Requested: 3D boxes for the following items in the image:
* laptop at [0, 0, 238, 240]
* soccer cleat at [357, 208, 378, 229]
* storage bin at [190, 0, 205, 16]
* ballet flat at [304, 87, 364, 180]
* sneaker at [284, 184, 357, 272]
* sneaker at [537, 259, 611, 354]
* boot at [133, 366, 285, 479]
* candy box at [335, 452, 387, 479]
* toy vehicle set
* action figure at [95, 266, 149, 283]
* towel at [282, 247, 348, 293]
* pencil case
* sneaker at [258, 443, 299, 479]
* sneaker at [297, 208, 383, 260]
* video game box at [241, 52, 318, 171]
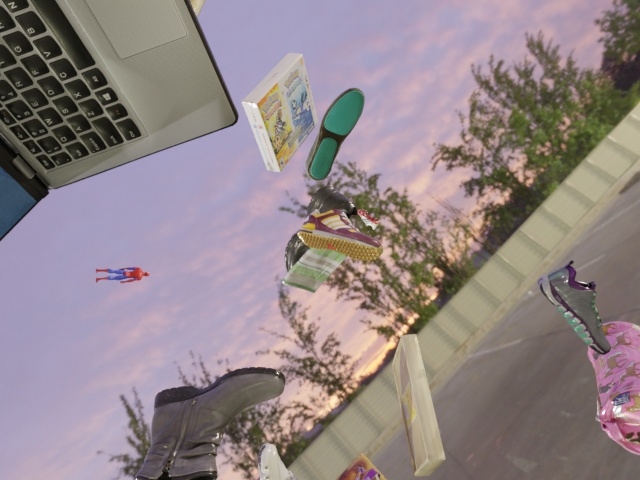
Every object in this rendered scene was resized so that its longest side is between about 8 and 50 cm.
[{"bbox_3d":[-0.310,-0.133,0.340,0.407,0.236,0.382,-20,-43,0],"label":"laptop"},{"bbox_3d":[0.138,-0.064,1.303,0.029,0.083,0.036,-21,-43,-41],"label":"soccer cleat"},{"bbox_3d":[-0.315,-0.515,0.881,0.123,0.262,0.260,19,-55,-34],"label":"storage bin"},{"bbox_3d":[0.022,-0.232,0.939,0.072,0.068,0.213,20,-68,-22],"label":"ballet flat"},{"bbox_3d":[0.000,0.000,1.170,0.109,0.130,0.286,-1,-60,-53],"label":"sneaker"},{"bbox_3d":[0.591,0.151,0.968,0.098,0.224,0.083,-41,3,23],"label":"sneaker"},{"bbox_3d":[-0.231,0.428,0.981,0.338,0.223,0.118,-18,-53,5],"label":"boot"},{"bbox_3d":[0.118,0.605,1.028,0.109,0.053,0.186,-40,25,-16],"label":"candy box"},{"bbox_3d":[0.215,0.372,0.990,0.035,0.267,0.166,-4,-37,-3],"label":"toy vehicle set"},{"bbox_3d":[-0.461,0.080,1.020,0.115,0.038,0.030,0,-25,-27],"label":"action figure"},{"bbox_3d":[-0.013,0.072,1.105,0.113,0.023,0.152,19,-56,-38],"label":"towel"},{"bbox_3d":[0.765,0.341,1.073,0.386,0.167,0.160,-31,-39,-58],"label":"pencil case"},{"bbox_3d":[-0.064,0.594,0.999,0.118,0.292,0.110,-19,5,-10],"label":"sneaker"},{"bbox_3d":[0.045,-0.021,0.848,0.084,0.185,0.070,-61,-33,-23],"label":"sneaker"},{"bbox_3d":[-0.084,-0.296,1.011,0.205,0.048,0.187,-59,-33,-31],"label":"video game box"}]
